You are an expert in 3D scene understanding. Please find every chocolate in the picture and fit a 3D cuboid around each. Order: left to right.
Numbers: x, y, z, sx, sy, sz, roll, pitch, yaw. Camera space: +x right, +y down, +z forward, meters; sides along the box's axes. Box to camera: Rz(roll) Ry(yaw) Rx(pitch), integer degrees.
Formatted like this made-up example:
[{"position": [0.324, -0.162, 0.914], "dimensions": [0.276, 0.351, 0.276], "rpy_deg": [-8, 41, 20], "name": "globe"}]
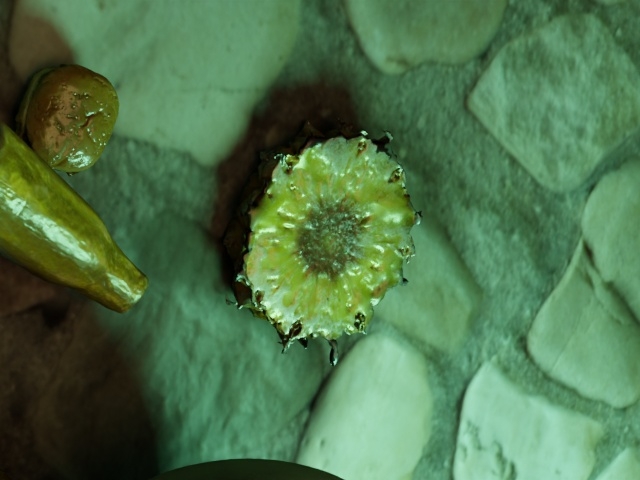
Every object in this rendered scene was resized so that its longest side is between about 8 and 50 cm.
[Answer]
[{"position": [-0.204, -0.010, 1.345], "dimensions": [0.219, 0.085, 0.086], "rpy_deg": [43, 74, -44], "name": "chocolate"}]

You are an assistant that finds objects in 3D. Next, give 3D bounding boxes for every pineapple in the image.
[{"position": [0.000, 0.000, 1.554], "dimensions": [0.221, 0.047, 0.221], "rpy_deg": [-11, 109, -35], "name": "pineapple"}]

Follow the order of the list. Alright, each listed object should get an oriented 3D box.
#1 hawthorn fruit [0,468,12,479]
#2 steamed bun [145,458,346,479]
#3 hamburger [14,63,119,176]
[{"position": [-0.310, 0.232, 1.204], "dimensions": [0.262, 0.258, 0.258], "rpy_deg": [-33, 125, -53], "name": "hawthorn fruit"}, {"position": [-0.080, 0.339, 1.384], "dimensions": [0.374, 0.334, 0.334], "rpy_deg": [-26, 120, -14], "name": "steamed bun"}, {"position": [-0.192, -0.092, 1.355], "dimensions": [0.076, 0.044, 0.083], "rpy_deg": [16, 89, -43], "name": "hamburger"}]
